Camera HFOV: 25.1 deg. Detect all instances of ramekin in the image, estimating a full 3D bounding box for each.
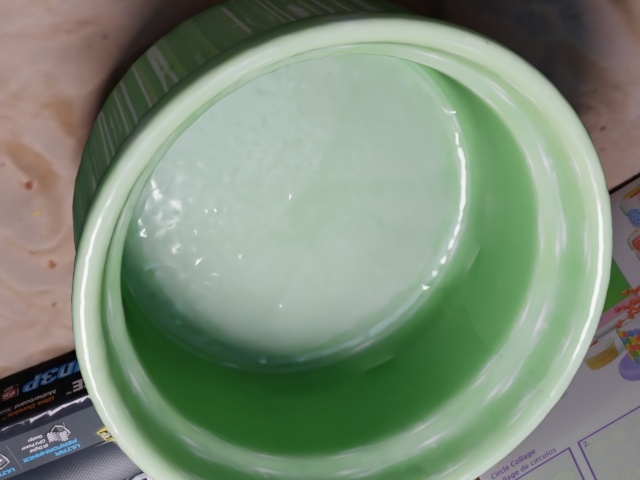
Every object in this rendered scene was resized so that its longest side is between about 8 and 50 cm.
[{"bbox_3d":[0.000,0.000,0.830,0.303,0.148,0.303,-7,115,-15],"label":"ramekin"}]

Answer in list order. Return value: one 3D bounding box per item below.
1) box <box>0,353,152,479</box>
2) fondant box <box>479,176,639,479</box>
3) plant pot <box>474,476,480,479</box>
[{"bbox_3d":[-0.158,0.162,0.997,0.220,0.051,0.175,-21,126,3],"label":"box"},{"bbox_3d":[0.215,0.108,0.864,0.238,0.330,0.096,-32,126,11],"label":"fondant box"},{"bbox_3d":[0.120,0.281,0.979,0.237,0.254,0.237,-11,119,-21],"label":"plant pot"}]
